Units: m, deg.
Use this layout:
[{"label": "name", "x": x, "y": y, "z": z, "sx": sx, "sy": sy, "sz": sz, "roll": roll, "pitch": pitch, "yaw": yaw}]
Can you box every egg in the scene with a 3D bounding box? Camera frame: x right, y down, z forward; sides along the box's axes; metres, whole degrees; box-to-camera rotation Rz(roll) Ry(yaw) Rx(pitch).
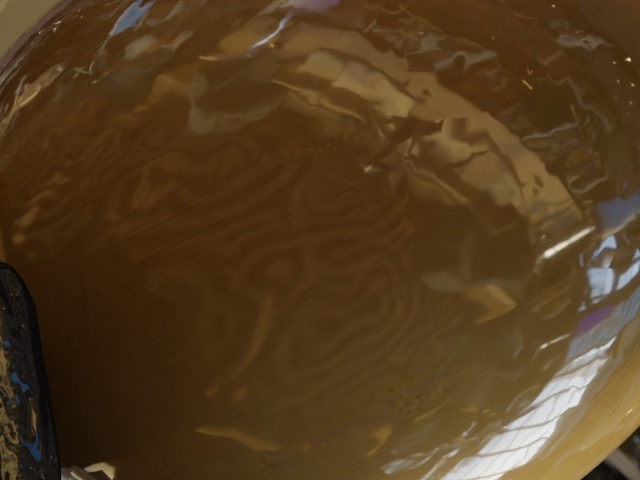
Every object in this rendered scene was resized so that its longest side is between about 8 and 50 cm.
[{"label": "egg", "x": 0.000, "y": 0.000, "z": 0.628, "sx": 0.374, "sy": 0.301, "sz": 0.301, "roll": -20, "pitch": -81, "yaw": 32}]

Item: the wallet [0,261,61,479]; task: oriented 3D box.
[{"label": "wallet", "x": -0.162, "y": 0.085, "z": 0.547, "sx": 0.250, "sy": 0.044, "sz": 0.149, "roll": -15, "pitch": -97, "yaw": 54}]
